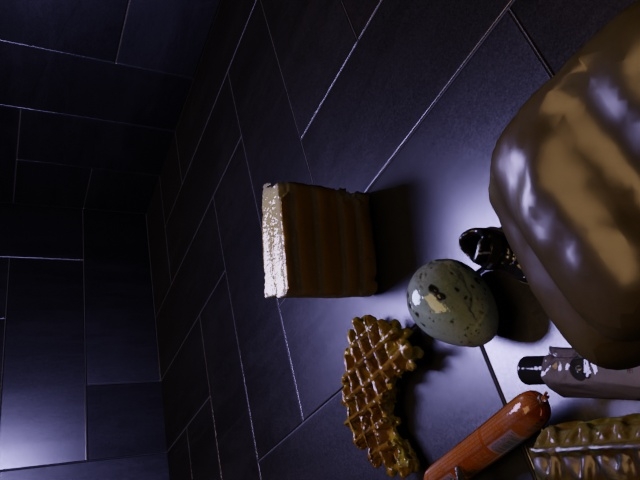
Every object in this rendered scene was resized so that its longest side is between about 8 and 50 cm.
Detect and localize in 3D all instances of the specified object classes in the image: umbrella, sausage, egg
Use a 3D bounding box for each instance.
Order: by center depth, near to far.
[{"bbox_3d":[0.369,0.151,0.679,0.067,0.073,0.337,-50,13,-28],"label":"umbrella"},{"bbox_3d":[0.245,0.317,0.886,0.347,0.053,0.053,117,145,-44],"label":"sausage"},{"bbox_3d":[0.212,0.099,0.919,0.164,0.131,0.131,34,116,46],"label":"egg"}]

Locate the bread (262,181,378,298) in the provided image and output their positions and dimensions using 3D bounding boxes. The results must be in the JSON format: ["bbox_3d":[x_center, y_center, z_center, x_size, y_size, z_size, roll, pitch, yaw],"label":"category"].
[{"bbox_3d":[0.000,0.000,1.212,0.111,0.239,0.245,-21,69,53],"label":"bread"}]

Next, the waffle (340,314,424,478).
[{"bbox_3d":[0.117,0.291,1.137,0.260,0.069,0.292,14,101,64],"label":"waffle"}]

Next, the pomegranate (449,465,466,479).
[{"bbox_3d":[0.207,0.444,0.879,0.152,0.131,0.191,20,102,40],"label":"pomegranate"}]

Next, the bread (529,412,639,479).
[{"bbox_3d":[0.363,0.248,0.662,0.087,0.098,0.269,48,144,-4],"label":"bread"}]

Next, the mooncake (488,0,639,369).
[{"bbox_3d":[0.338,-0.044,0.461,0.378,0.379,0.200,-50,51,48],"label":"mooncake"}]

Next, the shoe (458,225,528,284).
[{"bbox_3d":[0.263,0.019,0.862,0.169,0.100,0.071,32,112,58],"label":"shoe"}]
